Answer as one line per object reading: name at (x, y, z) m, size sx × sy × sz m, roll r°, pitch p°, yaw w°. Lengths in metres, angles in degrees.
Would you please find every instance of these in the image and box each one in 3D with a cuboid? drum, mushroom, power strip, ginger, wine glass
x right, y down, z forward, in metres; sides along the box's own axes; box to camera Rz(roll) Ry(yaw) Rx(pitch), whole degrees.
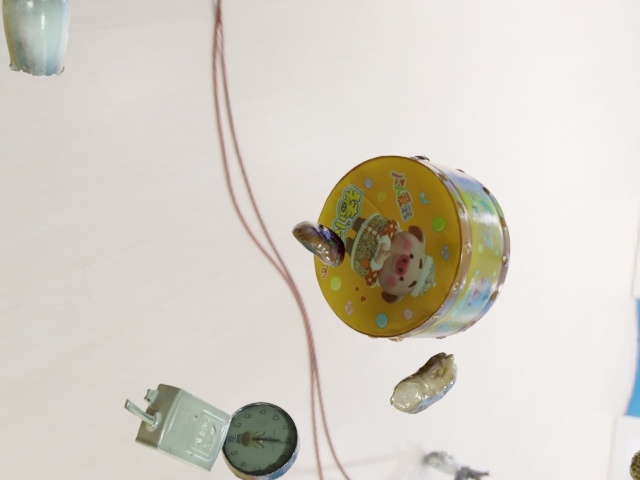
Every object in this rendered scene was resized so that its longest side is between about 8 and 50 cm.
drum at (0.201, 0.017, 1.653) m, size 0.214 × 0.431 × 0.430 m, roll 5°, pitch 87°, yaw -48°
mushroom at (0.000, 0.000, 1.380) m, size 0.123 × 0.123 × 0.052 m, roll 20°, pitch 108°, yaw -50°
power strip at (-0.169, 0.211, 0.835) m, size 0.175 × 0.042 × 0.075 m, roll 45°, pitch 58°, yaw -49°
ginger at (0.190, 0.270, 1.340) m, size 0.190 × 0.069 × 0.095 m, roll -26°, pitch 128°, yaw -39°
wine glass at (-0.482, -0.386, 1.230) m, size 0.111 × 0.111 × 0.204 m, roll -30°, pitch 147°, yaw -47°

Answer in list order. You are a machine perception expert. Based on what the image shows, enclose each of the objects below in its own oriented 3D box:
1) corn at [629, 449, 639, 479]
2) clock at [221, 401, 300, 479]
corn at (0.686, 0.462, 1.258) m, size 0.097 × 0.320 × 0.096 m, roll -10°, pitch 108°, yaw -32°
clock at (-0.139, 0.459, 1.660) m, size 0.040 × 0.185 × 0.184 m, roll 90°, pitch 25°, yaw -56°
